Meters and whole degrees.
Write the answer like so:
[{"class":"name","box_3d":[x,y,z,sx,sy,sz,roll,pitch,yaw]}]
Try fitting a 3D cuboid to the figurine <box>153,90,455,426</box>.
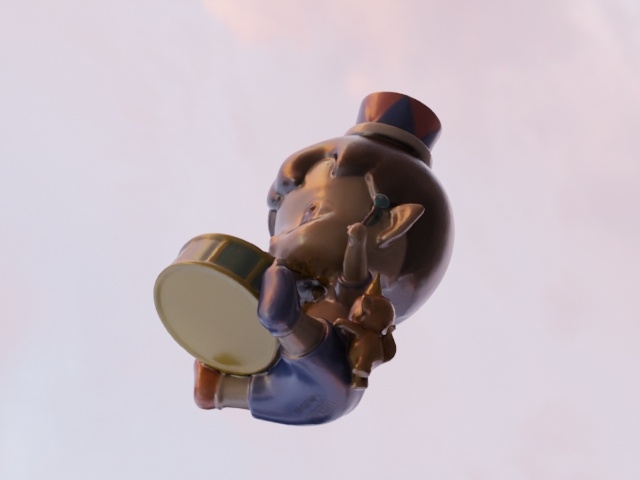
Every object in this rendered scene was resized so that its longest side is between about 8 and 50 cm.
[{"class":"figurine","box_3d":[0.007,0.006,0.995,0.158,0.161,0.275,42,-137,-3]}]
